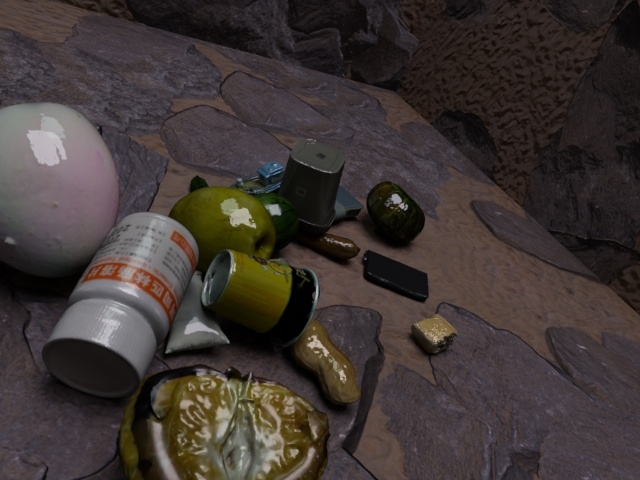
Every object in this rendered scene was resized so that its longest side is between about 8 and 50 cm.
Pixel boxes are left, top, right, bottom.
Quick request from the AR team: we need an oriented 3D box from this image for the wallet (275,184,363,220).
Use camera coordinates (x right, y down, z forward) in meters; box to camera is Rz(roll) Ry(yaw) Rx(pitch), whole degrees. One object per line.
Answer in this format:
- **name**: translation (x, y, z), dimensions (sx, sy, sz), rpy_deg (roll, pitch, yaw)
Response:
- **wallet**: translation (-0.019, -0.152, 2.076), dimensions (0.360, 0.083, 0.252), rpy_deg (-13, 43, -45)

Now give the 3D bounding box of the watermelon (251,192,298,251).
- **watermelon**: translation (-0.175, -0.049, 1.702), dimensions (0.215, 0.188, 0.188), rpy_deg (-26, 47, -6)

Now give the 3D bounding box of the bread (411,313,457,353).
- **bread**: translation (0.344, 0.287, 1.680), dimensions (0.125, 0.082, 0.106), rpy_deg (-15, 38, -35)

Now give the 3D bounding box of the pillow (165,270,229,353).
- **pillow**: translation (-0.328, 0.172, 1.342), dimensions (0.144, 0.078, 0.254), rpy_deg (-5, 41, -28)

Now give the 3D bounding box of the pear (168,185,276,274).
- **pear**: translation (-0.269, -0.022, 1.513), dimensions (0.307, 0.252, 0.253), rpy_deg (12, 19, 34)

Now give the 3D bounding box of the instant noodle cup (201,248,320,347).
- **instant noodle cup**: translation (-0.155, 0.130, 1.357), dimensions (0.236, 0.215, 0.215), rpy_deg (24, 28, -29)

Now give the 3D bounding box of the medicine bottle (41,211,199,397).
- **medicine bottle**: translation (-0.408, 0.125, 1.177), dimensions (0.211, 0.211, 0.371), rpy_deg (21, 40, -9)

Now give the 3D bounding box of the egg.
- **egg**: translation (-0.619, -0.080, 1.258), dimensions (0.355, 0.354, 0.339), rpy_deg (-16, 69, -49)

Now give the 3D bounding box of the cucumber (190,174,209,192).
- **cucumber**: translation (-0.389, -0.153, 1.809), dimensions (0.069, 0.069, 0.227), rpy_deg (9, 30, -27)

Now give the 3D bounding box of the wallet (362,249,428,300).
- **wallet**: translation (0.256, 0.121, 1.903), dimensions (0.250, 0.044, 0.149), rpy_deg (22, 35, -9)

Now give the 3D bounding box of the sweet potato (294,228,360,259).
- **sweet potato**: translation (0.000, 0.000, 1.862), dimensions (0.274, 0.075, 0.075), rpy_deg (20, 30, 1)

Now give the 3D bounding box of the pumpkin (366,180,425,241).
- **pumpkin**: translation (0.273, -0.100, 2.133), dimensions (0.260, 0.189, 0.260), rpy_deg (41, 15, -13)

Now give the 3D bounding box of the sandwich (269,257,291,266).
- **sandwich**: translation (-0.117, 0.121, 1.571), dimensions (0.258, 0.096, 0.094), rpy_deg (44, 29, 23)

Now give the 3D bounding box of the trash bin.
- **trash bin**: translation (-0.033, -0.180, 1.822), dimensions (0.220, 0.250, 0.219), rpy_deg (21, 37, 3)

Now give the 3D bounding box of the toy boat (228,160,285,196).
- **toy boat**: translation (-0.216, -0.201, 1.920), dimensions (0.238, 0.098, 0.109), rpy_deg (-27, 50, -30)

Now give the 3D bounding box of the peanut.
- **peanut**: translation (0.006, 0.300, 1.379), dimensions (0.117, 0.101, 0.263), rpy_deg (-29, 60, -26)

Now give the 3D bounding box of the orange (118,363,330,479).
- **orange**: translation (-0.180, 0.385, 0.991), dimensions (0.369, 0.210, 0.270), rpy_deg (18, 33, -18)
